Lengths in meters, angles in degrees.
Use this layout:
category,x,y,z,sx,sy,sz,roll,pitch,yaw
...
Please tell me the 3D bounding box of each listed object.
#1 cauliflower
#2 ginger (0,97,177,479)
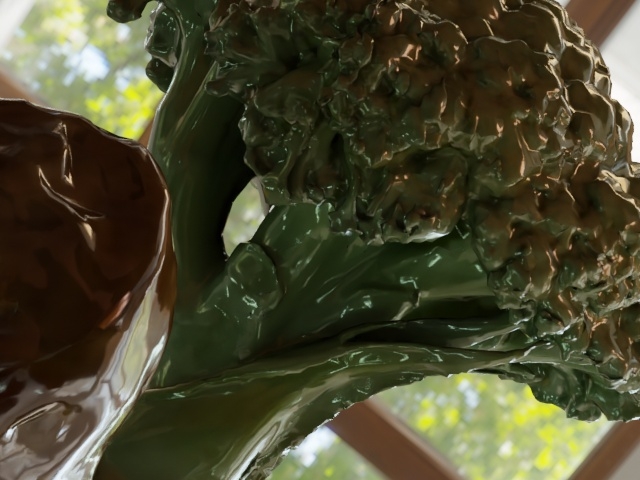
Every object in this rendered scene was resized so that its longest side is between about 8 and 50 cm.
category,x,y,z,sx,sy,sz,roll,pitch,yaw
cauliflower,0.016,-0.012,0.765,0.327,0.281,0.260,50,-158,3
ginger,-0.226,0.072,0.487,0.176,0.418,0.254,0,-97,-71
